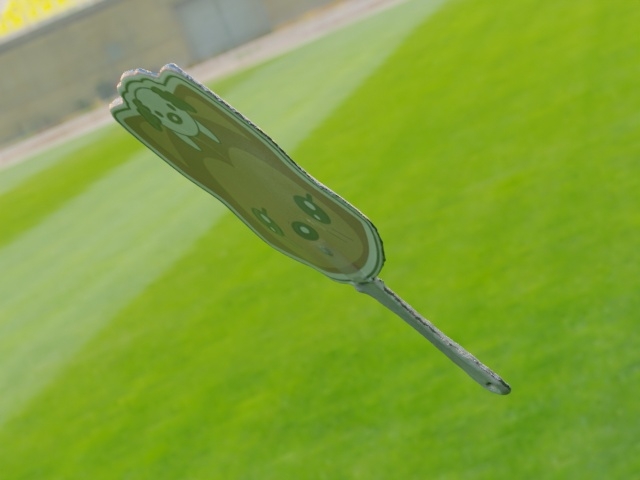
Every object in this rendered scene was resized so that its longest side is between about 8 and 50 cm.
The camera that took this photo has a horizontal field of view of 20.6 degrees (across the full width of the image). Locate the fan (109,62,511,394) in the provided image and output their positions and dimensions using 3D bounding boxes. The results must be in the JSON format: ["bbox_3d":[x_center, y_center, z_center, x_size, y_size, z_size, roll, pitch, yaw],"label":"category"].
[{"bbox_3d":[0.000,0.000,0.753,0.009,0.220,0.132,-53,14,-15],"label":"fan"}]
